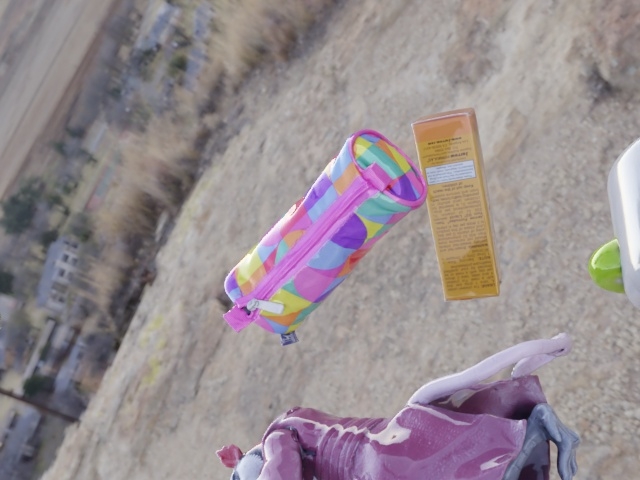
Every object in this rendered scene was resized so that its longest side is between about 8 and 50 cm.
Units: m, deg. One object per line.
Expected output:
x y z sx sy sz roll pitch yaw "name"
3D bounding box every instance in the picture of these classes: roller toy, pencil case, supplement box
0.354 -0.023 0.818 0.191 0.209 0.146 116 156 -61 "roller toy"
0.000 0.000 0.927 0.236 0.104 0.104 -48 32 31 "pencil case"
0.175 -0.044 1.187 0.080 0.233 0.078 -11 10 16 "supplement box"

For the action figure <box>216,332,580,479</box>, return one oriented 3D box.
0.042 0.215 0.923 0.370 0.248 0.276 1 85 33 "action figure"
